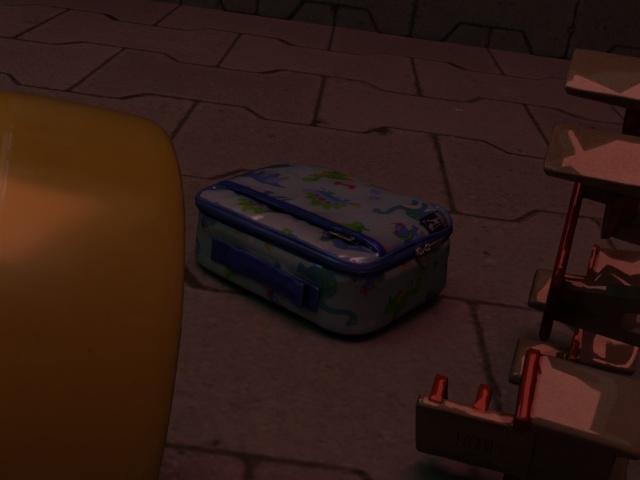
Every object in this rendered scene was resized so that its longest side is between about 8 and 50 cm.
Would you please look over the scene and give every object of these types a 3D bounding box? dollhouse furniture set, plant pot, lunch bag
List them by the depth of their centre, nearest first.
[{"bbox_3d":[-0.210,0.046,0.407,0.239,0.253,0.254,11,20,-24],"label":"plant pot"},{"bbox_3d":[0.166,0.036,0.640,0.135,0.262,0.259,13,55,15],"label":"dollhouse furniture set"},{"bbox_3d":[0.000,0.000,0.848,0.219,0.090,0.176,24,30,35],"label":"lunch bag"}]
